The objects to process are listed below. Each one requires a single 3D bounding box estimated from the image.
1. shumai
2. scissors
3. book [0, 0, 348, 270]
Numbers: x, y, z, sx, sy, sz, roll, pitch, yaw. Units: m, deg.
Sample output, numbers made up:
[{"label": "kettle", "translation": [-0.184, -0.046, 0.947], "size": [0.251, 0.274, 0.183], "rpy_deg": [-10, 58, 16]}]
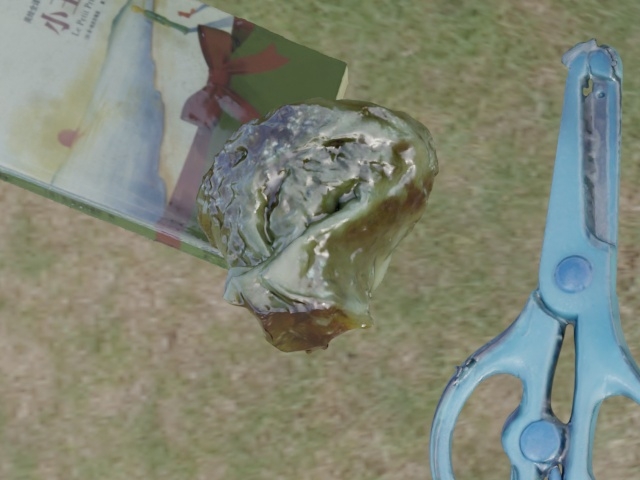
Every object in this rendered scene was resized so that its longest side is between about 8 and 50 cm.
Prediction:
[{"label": "shumai", "translation": [-0.001, 0.000, 0.741], "size": [0.124, 0.099, 0.087], "rpy_deg": [-46, 37, 39]}, {"label": "scissors", "translation": [0.179, 0.035, 1.196], "size": [0.180, 0.032, 0.392], "rpy_deg": [0, 70, 24]}, {"label": "book", "translation": [-0.134, -0.099, 1.111], "size": [0.290, 0.201, 0.026], "rpy_deg": [21, 145, -6]}]
